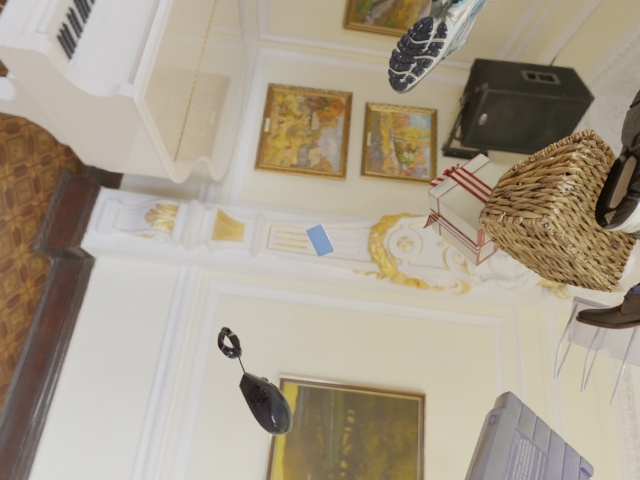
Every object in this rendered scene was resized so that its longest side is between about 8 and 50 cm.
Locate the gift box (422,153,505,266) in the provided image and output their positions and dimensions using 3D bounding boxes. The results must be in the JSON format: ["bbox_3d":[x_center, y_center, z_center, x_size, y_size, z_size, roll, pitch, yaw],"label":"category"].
[{"bbox_3d":[0.491,-0.102,1.362,0.258,0.276,0.255,52,-12,37],"label":"gift box"}]

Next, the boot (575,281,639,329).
[{"bbox_3d":[0.665,0.132,0.885,0.219,0.082,0.106,-8,-90,45],"label":"boot"}]

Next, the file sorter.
[{"bbox_3d":[0.736,0.298,1.003,0.173,0.277,0.193,-47,135,-26],"label":"file sorter"}]

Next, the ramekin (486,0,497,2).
[{"bbox_3d":[0.446,-0.664,0.943,0.207,0.108,0.207,-4,90,-89],"label":"ramekin"}]

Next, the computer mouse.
[{"bbox_3d":[-0.105,0.204,0.650,0.041,0.071,0.242,-50,-138,0],"label":"computer mouse"}]

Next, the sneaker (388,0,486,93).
[{"bbox_3d":[0.261,-0.427,0.883,0.283,0.122,0.110,-54,-127,12],"label":"sneaker"}]

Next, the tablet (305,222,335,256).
[{"bbox_3d":[0.000,0.000,1.087,0.083,0.054,0.006,64,28,-8],"label":"tablet"}]

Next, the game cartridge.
[{"bbox_3d":[0.371,0.470,0.743,0.355,0.230,0.068,-36,162,-48],"label":"game cartridge"}]

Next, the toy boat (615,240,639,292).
[{"bbox_3d":[0.881,0.008,1.172,0.318,0.148,0.268,-24,-123,38],"label":"toy boat"}]

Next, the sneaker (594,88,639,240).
[{"bbox_3d":[0.689,-0.165,0.716,0.448,0.257,0.169,-63,174,-6],"label":"sneaker"}]

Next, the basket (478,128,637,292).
[{"bbox_3d":[0.519,-0.060,0.904,0.223,0.299,0.213,-61,-155,-8],"label":"basket"}]
